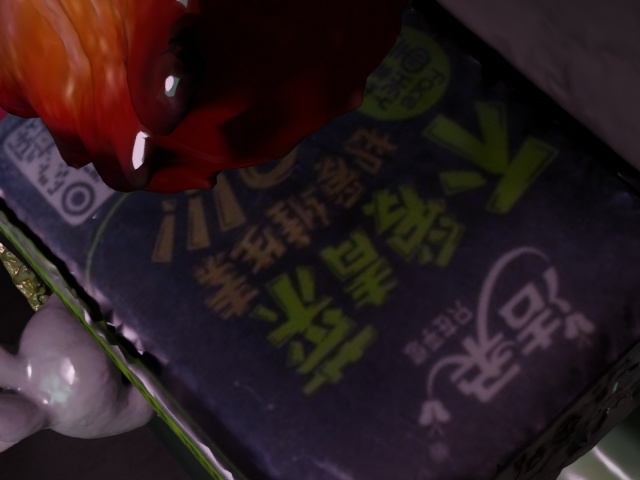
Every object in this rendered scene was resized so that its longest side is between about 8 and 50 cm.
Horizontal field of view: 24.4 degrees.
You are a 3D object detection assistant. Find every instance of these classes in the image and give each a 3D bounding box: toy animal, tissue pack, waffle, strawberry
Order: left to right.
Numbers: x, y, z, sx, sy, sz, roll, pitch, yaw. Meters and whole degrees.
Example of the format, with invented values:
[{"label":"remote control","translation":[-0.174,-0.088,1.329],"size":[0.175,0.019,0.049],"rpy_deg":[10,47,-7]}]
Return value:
[{"label":"waffle","translation":[-0.349,-0.021,1.712],"size":[0.214,0.054,0.207],"rpy_deg":[79,177,-51]},{"label":"toy animal","translation":[-0.250,0.126,1.551],"size":[0.310,0.247,0.182],"rpy_deg":[-34,-66,-83]},{"label":"strawberry","translation":[-0.057,-0.129,0.427],"size":[0.253,0.150,0.280],"rpy_deg":[50,161,18]},{"label":"tissue pack","translation":[0.000,0.000,0.536],"size":[0.235,0.173,0.073],"rpy_deg":[44,171,24]}]

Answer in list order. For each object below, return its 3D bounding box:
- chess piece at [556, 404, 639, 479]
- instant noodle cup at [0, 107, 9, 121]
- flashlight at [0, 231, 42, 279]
[{"label":"chess piece","translation":[0.047,0.180,0.591],"size":[0.176,0.298,0.176],"rpy_deg":[48,168,13]},{"label":"instant noodle cup","translation":[-0.316,-0.092,1.152],"size":[0.258,0.181,0.302],"rpy_deg":[33,172,5]},{"label":"flashlight","translation":[-0.215,0.017,1.356],"size":[0.424,0.103,0.103],"rpy_deg":[39,163,24]}]
